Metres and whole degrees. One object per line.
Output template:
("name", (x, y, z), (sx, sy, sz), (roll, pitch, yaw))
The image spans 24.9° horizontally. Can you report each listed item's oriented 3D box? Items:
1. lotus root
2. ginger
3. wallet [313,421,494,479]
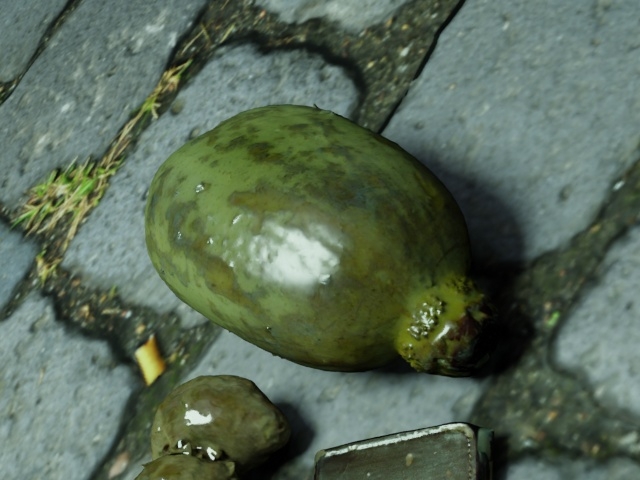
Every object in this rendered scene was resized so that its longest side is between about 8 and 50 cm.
("lotus root", (0.000, 0.000, 0.993), (0.309, 0.173, 0.173), (24, 74, 44))
("ginger", (-0.086, 0.180, 0.958), (0.104, 0.080, 0.204), (-7, 50, 34))
("wallet", (0.043, 0.216, 0.840), (0.122, 0.031, 0.232), (-17, 47, 28))
